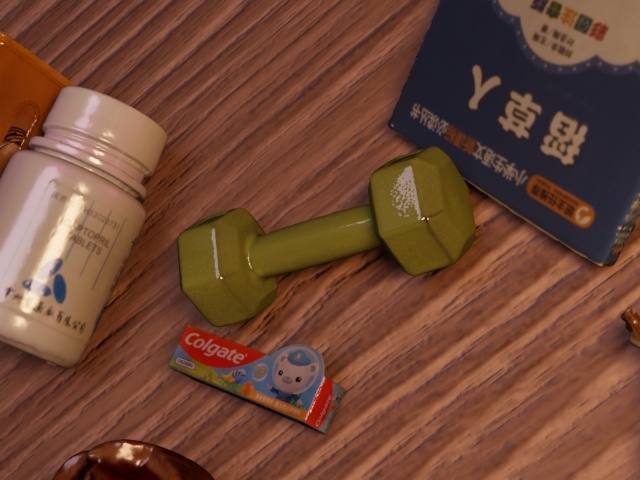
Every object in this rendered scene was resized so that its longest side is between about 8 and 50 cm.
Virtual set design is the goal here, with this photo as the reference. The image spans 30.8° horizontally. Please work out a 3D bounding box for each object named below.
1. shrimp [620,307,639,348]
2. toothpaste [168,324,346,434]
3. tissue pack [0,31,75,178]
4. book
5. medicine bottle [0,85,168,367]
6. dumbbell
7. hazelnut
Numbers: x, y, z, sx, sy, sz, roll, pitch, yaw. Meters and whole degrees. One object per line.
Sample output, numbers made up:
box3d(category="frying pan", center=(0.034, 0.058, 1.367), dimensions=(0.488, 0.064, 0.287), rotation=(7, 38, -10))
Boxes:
box3d(category="shrimp", center=(0.303, 0.177, 0.895), dimensions=(0.152, 0.063, 0.287), rotation=(-50, 51, 18))
box3d(category="toothpaste", center=(-0.063, 0.128, 1.170), dimensions=(0.193, 0.044, 0.070), rotation=(16, 75, 38))
box3d(category="tissue pack", center=(-0.422, -0.100, 1.369), dimensions=(0.145, 0.194, 0.274), rotation=(22, 81, 30))
box3d(category="book", center=(0.245, -0.231, 1.052), dimensions=(0.300, 0.039, 0.427), rotation=(38, 112, 40))
box3d(category="medicine bottle", center=(-0.294, -0.016, 1.316), dimensions=(0.170, 0.170, 0.292), rotation=(14, 76, 38))
box3d(category="dumbbell", center=(0.000, 0.000, 1.146), dimensions=(0.302, 0.121, 0.108), rotation=(-16, 99, 26))
box3d(category="hazelnut", center=(-0.176, 0.281, 1.095), dimensions=(0.202, 0.160, 0.170), rotation=(-11, 62, 17))
